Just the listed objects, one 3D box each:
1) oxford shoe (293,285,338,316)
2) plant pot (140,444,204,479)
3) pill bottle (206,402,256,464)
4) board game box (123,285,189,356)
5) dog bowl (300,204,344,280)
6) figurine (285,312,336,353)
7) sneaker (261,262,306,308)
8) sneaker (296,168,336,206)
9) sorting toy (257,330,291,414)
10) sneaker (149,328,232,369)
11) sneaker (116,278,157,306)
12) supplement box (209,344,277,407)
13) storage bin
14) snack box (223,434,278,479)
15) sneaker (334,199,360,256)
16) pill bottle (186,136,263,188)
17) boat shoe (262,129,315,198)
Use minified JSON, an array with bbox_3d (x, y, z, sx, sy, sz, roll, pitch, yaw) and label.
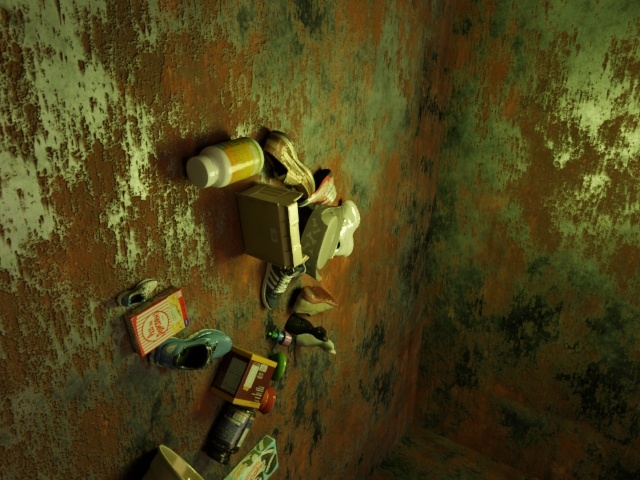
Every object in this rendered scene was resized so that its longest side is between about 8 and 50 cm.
[{"bbox_3d":[-0.028,0.304,2.242,0.130,0.123,0.348,-50,150,9],"label":"oxford shoe"},{"bbox_3d":[-0.529,0.914,1.515,0.305,0.333,0.334,-45,138,-22],"label":"plant pot"},{"bbox_3d":[-0.363,0.778,1.859,0.219,0.122,0.123,-61,145,-22],"label":"pill bottle"},{"bbox_3d":[-0.523,0.256,1.482,0.193,0.045,0.147,-36,130,-46],"label":"board game box"},{"bbox_3d":[0.000,0.000,2.038,0.349,0.102,0.349,19,90,-79],"label":"dog bowl"},{"bbox_3d":[-0.033,0.453,2.166,0.092,0.209,0.215,-58,144,-27],"label":"figurine"},{"bbox_3d":[-0.153,0.166,1.921,0.099,0.153,0.282,-3,104,-56],"label":"sneaker"},{"bbox_3d":[-0.014,-0.192,2.060,0.270,0.090,0.145,-52,138,-37],"label":"sneaker"},{"bbox_3d":[-0.242,0.565,2.020,0.126,0.127,0.366,24,77,-28],"label":"sorting toy"},{"bbox_3d":[-0.421,0.395,1.601,0.330,0.147,0.130,2,100,-58],"label":"sneaker"},{"bbox_3d":[-0.546,0.164,1.400,0.135,0.058,0.052,-39,133,-45],"label":"sneaker"},{"bbox_3d":[-0.306,0.549,1.853,0.191,0.129,0.194,43,66,-55],"label":"supplement box"},{"bbox_3d":[-0.173,-0.057,1.710,0.123,0.260,0.262,-32,128,-43],"label":"storage bin"},{"bbox_3d":[-0.321,1.072,2.097,0.322,0.060,0.187,-34,128,-47],"label":"snack box"},{"bbox_3d":[0.114,-0.057,2.303,0.129,0.111,0.297,-6,106,-50],"label":"sneaker"},{"bbox_3d":[-0.315,-0.254,1.522,0.245,0.136,0.136,-33,128,-48],"label":"pill bottle"},{"bbox_3d":[-0.135,-0.281,1.827,0.120,0.122,0.324,-54,134,-23],"label":"boat shoe"}]
